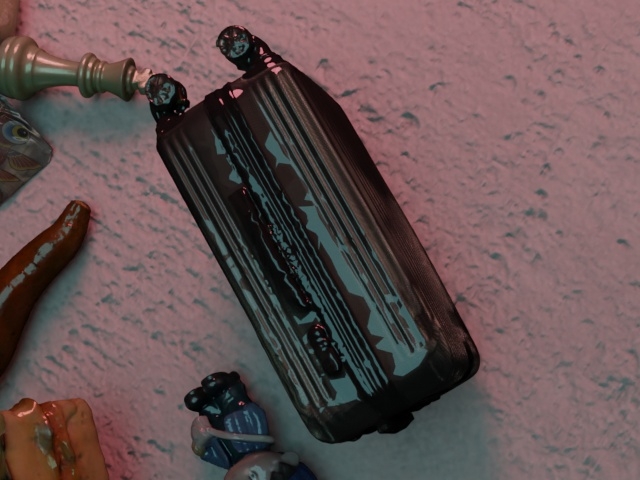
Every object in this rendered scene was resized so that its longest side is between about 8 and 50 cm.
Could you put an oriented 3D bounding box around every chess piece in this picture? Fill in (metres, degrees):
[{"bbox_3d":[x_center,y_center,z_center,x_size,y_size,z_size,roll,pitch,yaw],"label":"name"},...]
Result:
[{"bbox_3d":[-0.213,-0.148,1.016,0.149,0.059,0.059,8,87,11],"label":"chess piece"}]

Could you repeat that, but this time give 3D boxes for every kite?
[{"bbox_3d":[-0.359,-0.045,1.041,0.127,0.016,0.229,41,99,-14],"label":"kite"}]

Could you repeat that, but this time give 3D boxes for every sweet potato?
[{"bbox_3d":[-0.290,0.073,1.014,0.057,0.057,0.264,30,91,15],"label":"sweet potato"}]

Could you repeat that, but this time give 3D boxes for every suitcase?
[{"bbox_3d":[0.000,0.000,0.872,0.128,0.202,0.312,-30,78,10],"label":"suitcase"}]

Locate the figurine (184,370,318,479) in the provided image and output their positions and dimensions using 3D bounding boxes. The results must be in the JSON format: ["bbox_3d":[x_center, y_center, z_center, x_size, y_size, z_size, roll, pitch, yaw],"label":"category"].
[{"bbox_3d":[-0.060,0.185,0.940,0.086,0.087,0.149,-42,62,25],"label":"figurine"}]

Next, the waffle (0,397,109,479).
[{"bbox_3d":[-0.254,0.334,0.915,0.261,0.114,0.376,-23,79,31],"label":"waffle"}]

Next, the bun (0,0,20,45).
[{"bbox_3d":[-0.369,-0.223,1.037,0.183,0.102,0.183,-2,82,12],"label":"bun"}]
